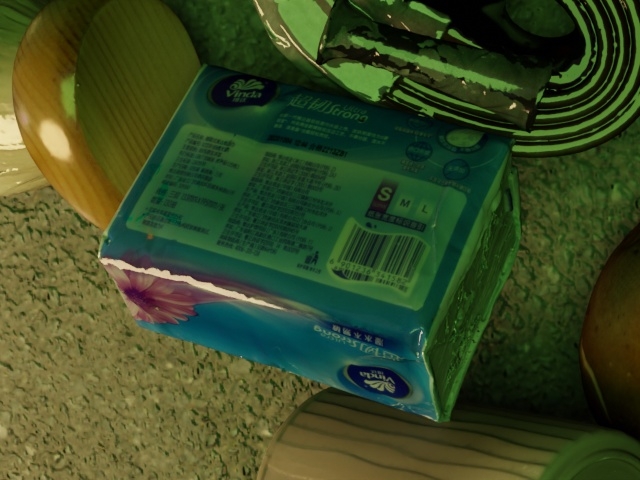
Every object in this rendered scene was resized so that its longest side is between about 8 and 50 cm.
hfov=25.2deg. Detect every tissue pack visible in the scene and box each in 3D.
[{"bbox_3d":[0.000,0.000,1.087,0.264,0.146,0.198,15,60,20],"label":"tissue pack"}]

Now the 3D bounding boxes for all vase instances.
[{"bbox_3d":[0.083,-0.131,1.049,0.167,0.059,0.059,18,104,4],"label":"vase"}]

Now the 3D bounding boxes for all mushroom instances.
[{"bbox_3d":[0.329,0.113,1.147,0.208,0.233,0.302,-28,138,24],"label":"mushroom"}]

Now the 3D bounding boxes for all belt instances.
[{"bbox_3d":[0.103,-0.188,1.129,0.339,0.122,0.217,23,102,4],"label":"belt"}]

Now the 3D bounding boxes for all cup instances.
[{"bbox_3d":[0.122,0.253,1.115,0.273,0.208,0.288,2,126,48],"label":"cup"}]

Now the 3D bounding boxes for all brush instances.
[{"bbox_3d":[-0.192,-0.086,1.192,0.166,0.174,0.266,0,130,33],"label":"brush"}]
